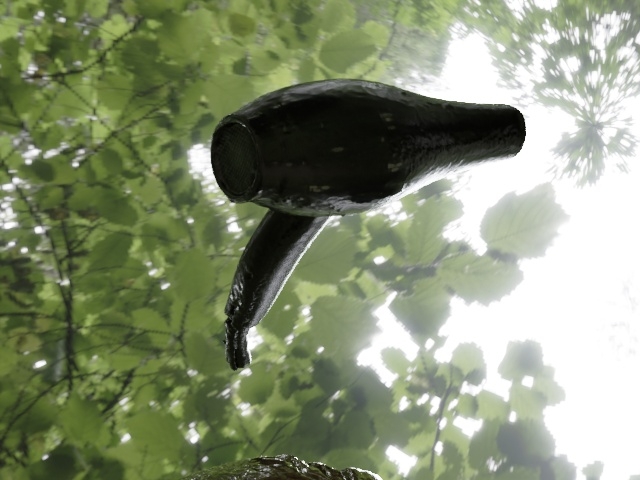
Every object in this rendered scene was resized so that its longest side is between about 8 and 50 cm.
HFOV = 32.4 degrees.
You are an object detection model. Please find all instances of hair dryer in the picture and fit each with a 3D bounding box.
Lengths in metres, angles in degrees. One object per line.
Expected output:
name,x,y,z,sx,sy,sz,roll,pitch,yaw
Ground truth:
hair dryer,0.000,0.000,0.623,0.075,0.196,0.219,56,-46,28

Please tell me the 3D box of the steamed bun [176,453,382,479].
steamed bun,-0.023,0.157,0.430,0.175,0.106,0.144,-21,-84,36
